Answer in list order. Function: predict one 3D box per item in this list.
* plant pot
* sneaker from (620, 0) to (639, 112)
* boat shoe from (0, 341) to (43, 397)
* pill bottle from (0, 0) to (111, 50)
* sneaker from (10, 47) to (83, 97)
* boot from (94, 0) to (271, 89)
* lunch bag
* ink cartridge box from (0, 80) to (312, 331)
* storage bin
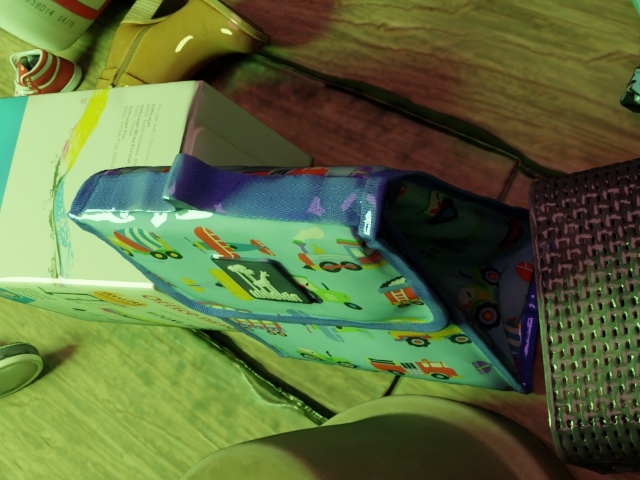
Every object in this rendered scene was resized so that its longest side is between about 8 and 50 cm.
[{"bbox_3d":[0.020,0.210,0.604,0.263,0.229,0.262,-13,65,30],"label":"plant pot"},{"bbox_3d":[0.239,-0.125,0.692,0.073,0.063,0.162,-26,61,26],"label":"sneaker"},{"bbox_3d":[-0.356,0.128,0.968,0.206,0.075,0.064,-24,65,28],"label":"boat shoe"},{"bbox_3d":[-0.217,-0.408,0.971,0.407,0.229,0.229,-46,56,10],"label":"pill bottle"},{"bbox_3d":[-0.314,-0.154,1.042,0.118,0.067,0.042,-46,56,11],"label":"sneaker"},{"bbox_3d":[-0.139,-0.158,0.935,0.197,0.073,0.152,24,86,47],"label":"boot"},{"bbox_3d":[0.000,0.000,0.655,0.221,0.293,0.138,4,76,33],"label":"lunch bag"},{"bbox_3d":[-0.156,-0.021,0.834,0.233,0.171,0.168,0,74,33],"label":"ink cartridge box"},{"bbox_3d":[0.197,0.050,0.620,0.084,0.122,0.180,-13,67,28],"label":"storage bin"}]
